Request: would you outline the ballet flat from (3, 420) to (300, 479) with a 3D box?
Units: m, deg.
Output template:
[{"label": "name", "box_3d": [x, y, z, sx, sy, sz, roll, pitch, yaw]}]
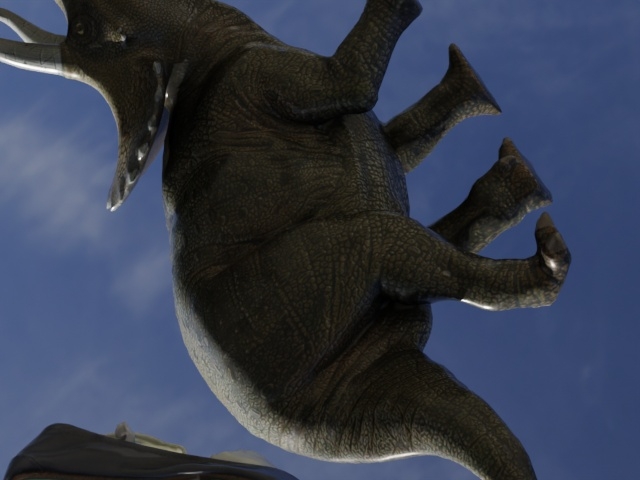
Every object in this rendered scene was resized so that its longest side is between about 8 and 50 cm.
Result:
[{"label": "ballet flat", "box_3d": [-0.068, 0.136, 0.797, 0.203, 0.074, 0.074, 9, -125, 5]}]

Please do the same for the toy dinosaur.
[{"label": "toy dinosaur", "box_3d": [0.000, 0.000, 0.550, 0.160, 0.121, 0.313, -33, -113, 13]}]
